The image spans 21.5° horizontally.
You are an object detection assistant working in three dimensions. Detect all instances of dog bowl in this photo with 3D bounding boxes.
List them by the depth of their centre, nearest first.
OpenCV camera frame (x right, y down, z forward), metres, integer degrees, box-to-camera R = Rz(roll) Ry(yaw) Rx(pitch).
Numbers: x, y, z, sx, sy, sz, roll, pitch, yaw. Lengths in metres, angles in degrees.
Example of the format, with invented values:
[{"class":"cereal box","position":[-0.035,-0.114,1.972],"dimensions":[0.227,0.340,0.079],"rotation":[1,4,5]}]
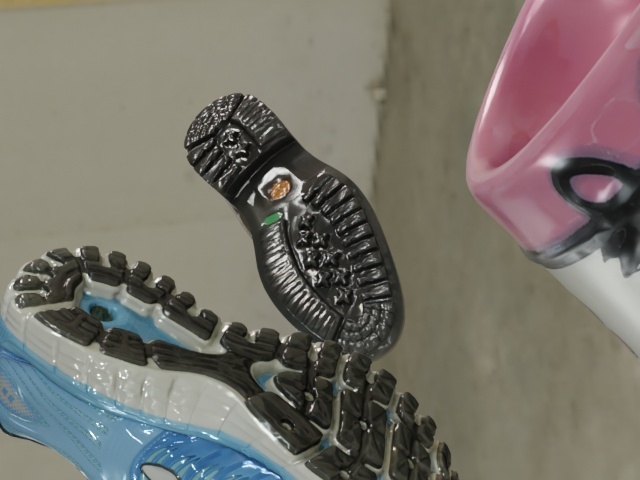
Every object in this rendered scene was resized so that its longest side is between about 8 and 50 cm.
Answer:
[{"class":"dog bowl","position":[0.212,-0.133,0.788],"dimensions":[0.408,0.150,0.408],"rotation":[-60,6,10]}]

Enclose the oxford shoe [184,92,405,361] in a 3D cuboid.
[{"class":"oxford shoe","position":[0.000,0.000,1.064],"dimensions":[0.096,0.083,0.227],"rotation":[49,-173,-48]}]

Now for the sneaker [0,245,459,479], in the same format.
[{"class":"sneaker","position":[-0.030,0.065,0.531],"dimensions":[0.073,0.162,0.063],"rotation":[-62,0,34]}]
